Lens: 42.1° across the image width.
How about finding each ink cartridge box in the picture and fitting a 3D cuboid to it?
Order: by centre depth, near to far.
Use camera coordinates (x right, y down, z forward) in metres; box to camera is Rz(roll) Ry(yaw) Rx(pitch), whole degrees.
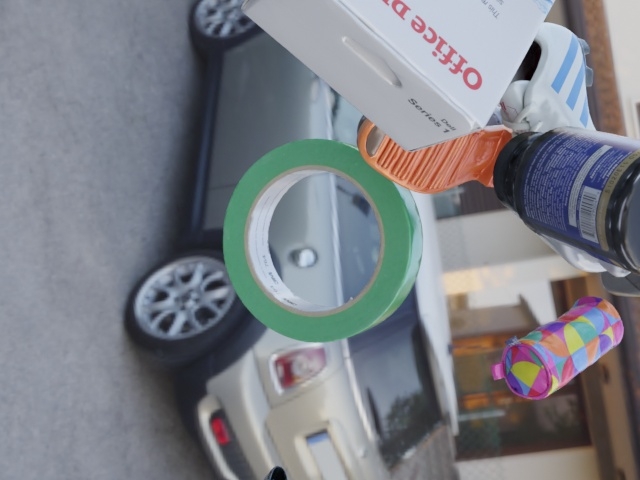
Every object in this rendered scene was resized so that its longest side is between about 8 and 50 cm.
[{"bbox_3d":[0.094,-0.246,0.702,0.278,0.201,0.117,-59,-161,-19],"label":"ink cartridge box"}]

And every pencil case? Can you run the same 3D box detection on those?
[{"bbox_3d":[0.379,0.166,1.310,0.236,0.104,0.104,-19,103,-38],"label":"pencil case"}]

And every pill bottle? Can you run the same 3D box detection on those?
[{"bbox_3d":[0.274,-0.050,0.842,0.219,0.122,0.123,-146,-141,-62],"label":"pill bottle"}]

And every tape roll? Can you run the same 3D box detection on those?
[{"bbox_3d":[0.000,0.000,1.330,0.077,0.321,0.321,-7,87,-68],"label":"tape roll"}]

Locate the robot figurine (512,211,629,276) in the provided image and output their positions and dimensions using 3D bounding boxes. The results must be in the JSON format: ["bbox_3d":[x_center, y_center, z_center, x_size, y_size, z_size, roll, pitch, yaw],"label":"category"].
[{"bbox_3d":[0.453,-0.080,1.458,0.300,0.199,0.353,60,-2,-35],"label":"robot figurine"}]

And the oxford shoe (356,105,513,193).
[{"bbox_3d":[0.174,-0.154,1.202,0.363,0.130,0.133,3,39,-42],"label":"oxford shoe"}]

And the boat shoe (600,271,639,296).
[{"bbox_3d":[0.719,0.060,1.625,0.116,0.324,0.123,39,49,-43],"label":"boat shoe"}]

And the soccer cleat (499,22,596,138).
[{"bbox_3d":[0.297,-0.134,1.083,0.116,0.143,0.331,138,-51,-57],"label":"soccer cleat"}]

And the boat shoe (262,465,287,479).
[{"bbox_3d":[-0.068,0.383,1.224,0.040,0.049,0.142,-62,-167,12],"label":"boat shoe"}]
